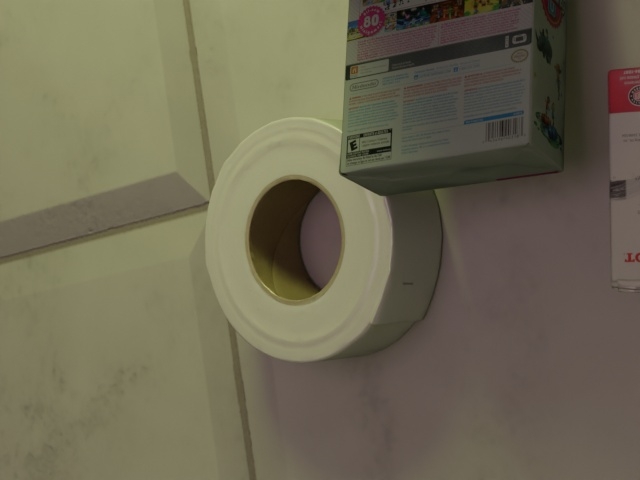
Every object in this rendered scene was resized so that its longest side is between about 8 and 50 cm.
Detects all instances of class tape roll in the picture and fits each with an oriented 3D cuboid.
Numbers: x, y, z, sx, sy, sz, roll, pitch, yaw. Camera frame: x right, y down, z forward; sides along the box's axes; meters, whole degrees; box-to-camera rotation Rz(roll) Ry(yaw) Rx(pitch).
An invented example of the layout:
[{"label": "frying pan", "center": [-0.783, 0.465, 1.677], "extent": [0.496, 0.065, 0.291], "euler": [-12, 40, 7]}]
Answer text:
[{"label": "tape roll", "center": [0.000, 0.000, 1.688], "extent": [0.286, 0.100, 0.286], "euler": [0, 90, 38]}]

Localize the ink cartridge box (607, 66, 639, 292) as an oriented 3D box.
[{"label": "ink cartridge box", "center": [0.366, -0.058, 1.398], "extent": [0.158, 0.092, 0.218], "euler": [0, 89, 39]}]

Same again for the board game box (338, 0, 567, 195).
[{"label": "board game box", "center": [0.140, -0.213, 1.512], "extent": [0.224, 0.097, 0.303], "euler": [-6, 72, 33]}]
